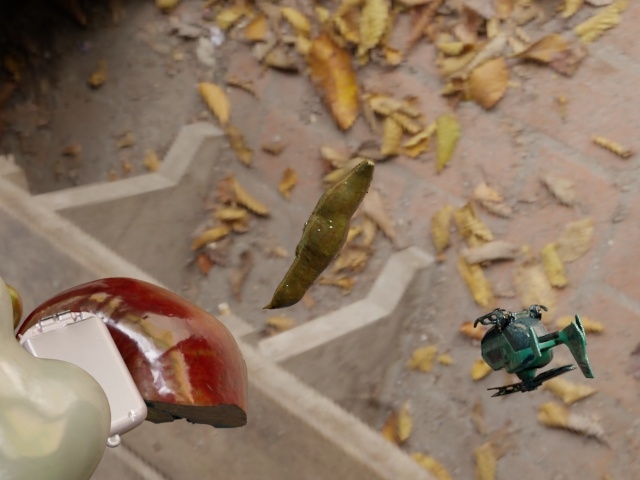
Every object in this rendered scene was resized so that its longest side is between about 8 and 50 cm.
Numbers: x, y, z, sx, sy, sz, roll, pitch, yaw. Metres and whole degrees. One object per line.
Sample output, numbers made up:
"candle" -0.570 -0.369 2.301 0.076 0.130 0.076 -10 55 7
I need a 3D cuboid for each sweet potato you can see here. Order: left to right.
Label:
"sweet potato" 0.000 0.000 1.761 0.067 0.067 0.274 40 109 22

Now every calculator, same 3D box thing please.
"calculator" -0.259 0.152 1.376 0.175 0.100 0.032 59 150 25

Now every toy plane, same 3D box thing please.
"toy plane" 0.223 0.115 1.344 0.235 0.060 0.096 140 123 -69

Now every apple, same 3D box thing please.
"apple" -0.511 0.109 1.973 0.074 0.089 0.089 21 113 35
"apple" -0.278 0.207 1.958 0.295 0.365 0.329 -44 59 6

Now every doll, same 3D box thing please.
"doll" -0.358 0.137 1.172 0.215 0.226 0.370 -23 105 37
